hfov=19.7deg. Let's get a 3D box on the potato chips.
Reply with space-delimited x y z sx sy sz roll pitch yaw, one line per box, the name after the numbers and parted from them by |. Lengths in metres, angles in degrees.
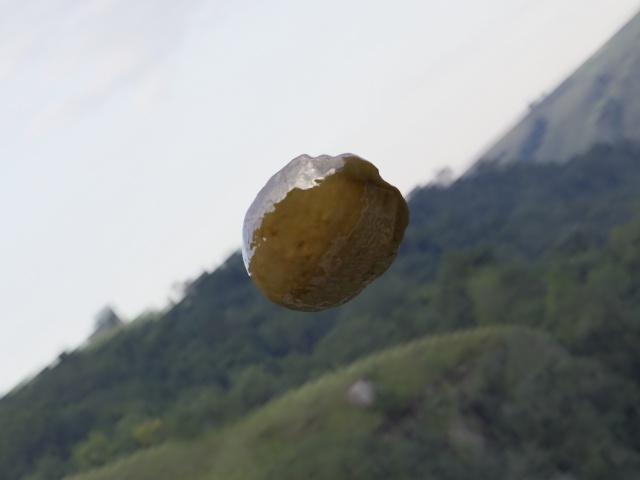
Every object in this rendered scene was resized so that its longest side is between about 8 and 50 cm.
0.000 0.000 1.799 0.201 0.150 0.049 -48 20 32 | potato chips
